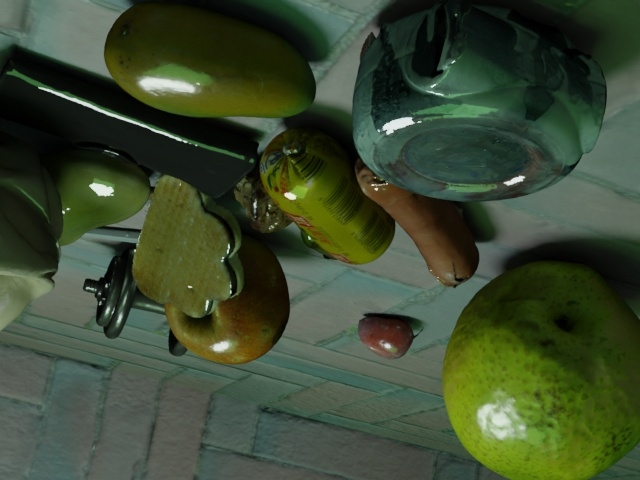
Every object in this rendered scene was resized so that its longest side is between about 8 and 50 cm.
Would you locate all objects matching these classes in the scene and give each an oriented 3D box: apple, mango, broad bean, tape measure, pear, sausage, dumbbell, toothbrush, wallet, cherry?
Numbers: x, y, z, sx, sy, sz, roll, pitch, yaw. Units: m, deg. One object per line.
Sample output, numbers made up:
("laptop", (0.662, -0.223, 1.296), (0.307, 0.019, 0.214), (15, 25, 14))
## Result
("apple", (-0.159, 0.100, 1.960), (0.236, 0.237, 0.207), (-1, -174, 32))
("mango", (-0.123, -0.197, 1.262), (0.251, 0.114, 0.156), (15, 154, -10))
("broad bean", (-0.393, -0.084, 1.777), (0.263, 0.121, 0.189), (-21, 141, 31))
("tape measure", (0.168, -0.151, 1.190), (0.256, 0.147, 0.275), (18, 156, -26))
("pear", (0.375, 0.213, 1.797), (0.391, 0.391, 0.391), (10, 161, 3))
("sausage", (0.157, -0.030, 1.617), (0.094, 0.094, 0.419), (-8, 154, 20))
("dumbbell", (-0.331, 0.122, 2.190), (0.289, 0.192, 0.192), (16, 161, -16))
("toothbrush", (-0.448, -0.014, 2.109), (0.342, 0.025, 0.030), (5, 165, 18))
("wallet", (-0.287, -0.159, 1.566), (0.377, 0.051, 0.197), (20, 160, -19))
("sausage", (0.016, -0.058, 1.569), (0.123, 0.123, 0.347), (2, 158, 25))
("cherry", (0.143, 0.208, 2.327), (0.126, 0.087, 0.106), (0, 155, 20))
("broad bean", (0.008, 0.001, 1.869), (0.061, 0.046, 0.195), (2, 161, 18))

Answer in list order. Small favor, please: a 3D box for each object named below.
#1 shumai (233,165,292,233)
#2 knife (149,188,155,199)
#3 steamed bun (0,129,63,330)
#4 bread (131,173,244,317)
("shumai", (-0.069, -0.081, 1.642), (0.123, 0.105, 0.139), (-33, 173, -8))
("knife", (-0.375, -0.085, 1.877), (0.297, 0.017, 0.047), (6, 165, 13))
("steamed bun", (-0.510, -0.034, 1.612), (0.255, 0.368, 0.342), (-13, 170, -19))
("bread", (-0.208, 0.019, 1.792), (0.207, 0.056, 0.286), (39, 134, 10))
